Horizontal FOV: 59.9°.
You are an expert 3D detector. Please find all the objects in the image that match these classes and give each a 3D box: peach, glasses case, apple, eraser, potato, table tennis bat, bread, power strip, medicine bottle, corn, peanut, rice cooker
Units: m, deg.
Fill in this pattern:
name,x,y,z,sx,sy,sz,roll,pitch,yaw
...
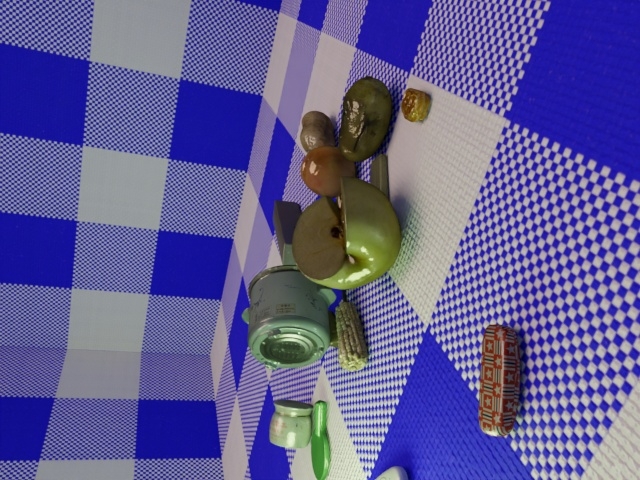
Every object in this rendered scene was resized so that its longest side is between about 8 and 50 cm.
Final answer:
name,x,y,z,sx,sy,sz,roll,pitch,yaw
peach,0.025,-0.228,1.825,0.184,0.184,0.184,-173,90,-71
glasses case,0.321,0.247,0.983,0.073,0.049,0.194,172,104,-69
apple,0.086,-0.015,1.470,0.295,0.234,0.257,-49,29,34
eraser,-0.121,-0.032,2.277,0.352,0.112,0.077,-107,28,-49
potato,0.125,-0.348,1.621,0.169,0.144,0.248,-94,19,-59
table tennis bat,-0.001,0.650,1.809,0.160,0.039,0.256,176,95,-72
bread,0.243,-0.348,1.434,0.110,0.044,0.083,-123,40,-64
power strip,0.169,-0.163,1.604,0.076,0.028,0.168,139,137,-63
medicine bottle,-0.101,0.632,1.925,0.147,0.148,0.142,169,108,-70
corn,0.087,0.281,1.616,0.210,0.087,0.087,-96,22,-44
peanut,-0.013,-0.392,2.066,0.129,0.129,0.224,117,155,-46
rice cooker,-0.096,0.221,1.689,0.264,0.317,0.316,54,-166,-41
glasses case,0.159,0.603,1.329,0.197,0.050,0.076,117,153,-45

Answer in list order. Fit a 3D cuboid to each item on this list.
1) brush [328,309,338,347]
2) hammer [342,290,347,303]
name,x,y,z,sx,sy,sz,roll,pitch,yaw
brush,0.003,0.239,1.871,0.301,0.084,0.071,-106,28,-53
hammer,0.067,0.112,1.816,0.058,0.029,0.291,118,150,-51
